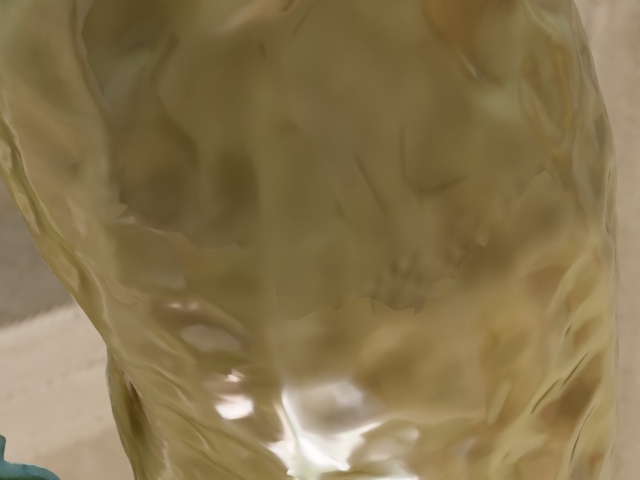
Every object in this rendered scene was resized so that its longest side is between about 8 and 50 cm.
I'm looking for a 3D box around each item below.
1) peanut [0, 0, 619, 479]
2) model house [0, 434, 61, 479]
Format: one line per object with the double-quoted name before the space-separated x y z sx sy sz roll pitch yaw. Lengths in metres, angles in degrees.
"peanut" 0.000 0.000 0.497 0.140 0.153 0.325 -24 -44 -6
"model house" -0.288 0.247 1.078 0.323 0.300 0.340 42 -107 -12
